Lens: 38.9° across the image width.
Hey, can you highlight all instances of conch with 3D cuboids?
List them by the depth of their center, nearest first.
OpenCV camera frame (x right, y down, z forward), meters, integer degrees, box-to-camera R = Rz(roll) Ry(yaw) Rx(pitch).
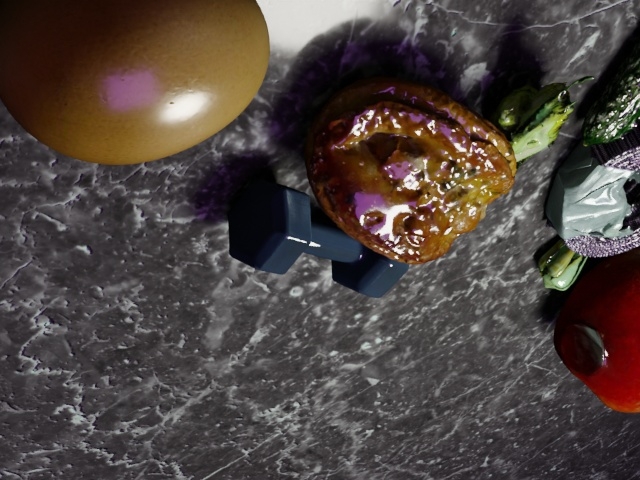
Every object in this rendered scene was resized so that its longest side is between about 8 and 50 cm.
[{"bbox_3d":[0.524,0.030,1.934,0.106,0.079,0.170,15,111,-49],"label":"conch"}]

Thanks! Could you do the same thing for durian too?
[{"bbox_3d":[0.349,-0.199,1.503,0.132,0.106,0.375,-10,163,-8],"label":"durian"}]

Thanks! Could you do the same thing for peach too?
[{"bbox_3d":[0.701,0.203,2.025,0.310,0.335,0.406,-5,144,-29],"label":"peach"}]

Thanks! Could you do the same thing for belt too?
[{"bbox_3d":[0.581,-0.098,1.758,0.260,0.122,0.325,-8,141,-7],"label":"belt"}]

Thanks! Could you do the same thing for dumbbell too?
[{"bbox_3d":[0.000,-0.001,1.505,0.316,0.143,0.156,15,125,-43],"label":"dumbbell"}]

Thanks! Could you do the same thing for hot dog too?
[{"bbox_3d":[0.150,-0.107,1.428,0.387,0.174,0.267,25,108,-42],"label":"hot dog"}]

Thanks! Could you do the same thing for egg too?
[{"bbox_3d":[-0.209,-0.216,1.032,0.322,0.250,0.250,-16,142,-27],"label":"egg"}]

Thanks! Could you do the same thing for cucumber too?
[{"bbox_3d":[0.567,-0.297,1.549,0.096,0.096,0.359,1,135,-33],"label":"cucumber"}]
